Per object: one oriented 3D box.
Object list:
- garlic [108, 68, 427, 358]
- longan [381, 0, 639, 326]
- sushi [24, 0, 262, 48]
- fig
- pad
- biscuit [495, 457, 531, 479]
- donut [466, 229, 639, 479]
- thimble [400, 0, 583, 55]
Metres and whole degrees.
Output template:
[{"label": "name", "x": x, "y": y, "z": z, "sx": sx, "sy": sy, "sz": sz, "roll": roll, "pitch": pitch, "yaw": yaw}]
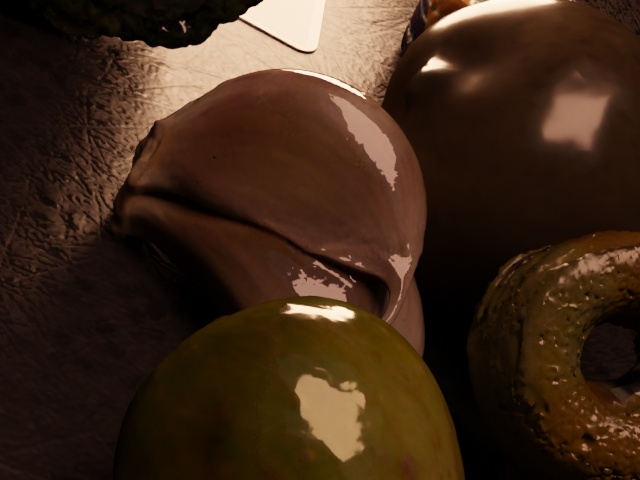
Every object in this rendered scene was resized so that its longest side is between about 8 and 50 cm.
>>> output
[{"label": "garlic", "x": 0.000, "y": 0.000, "z": 1.373, "sx": 0.246, "sy": 0.231, "sz": 0.340, "roll": 2, "pitch": 41, "yaw": -45}, {"label": "longan", "x": 0.209, "y": -0.080, "z": 1.590, "sx": 0.361, "sy": 0.361, "sz": 0.361, "roll": 24, "pitch": 35, "yaw": -18}, {"label": "sushi", "x": -0.200, "y": -0.352, "z": 1.561, "sx": 0.352, "sy": 0.294, "sz": 0.178, "roll": 22, "pitch": 33, "yaw": -25}, {"label": "fig", "x": -0.009, "y": 0.203, "z": 1.099, "sx": 0.258, "sy": 0.258, "sz": 0.326, "roll": -2, "pitch": 62, "yaw": -44}, {"label": "pad", "x": -0.070, "y": -0.331, "z": 1.917, "sx": 0.176, "sy": 0.002, "sz": 0.266, "roll": 27, "pitch": 34, "yaw": -14}, {"label": "biscuit", "x": 0.322, "y": 0.322, "z": 1.412, "sx": 0.394, "sy": 0.070, "sz": 0.350, "roll": 43, "pitch": 34, "yaw": 10}, {"label": "donut", "x": 0.270, "y": 0.106, "z": 1.376, "sx": 0.272, "sy": 0.107, "sz": 0.272, "roll": 2, "pitch": 82, "yaw": -16}, {"label": "thimble", "x": 0.230, "y": -0.250, "z": 1.939, "sx": 0.237, "sy": 0.150, "sz": 0.237, "roll": 16, "pitch": 36, "yaw": -12}]
